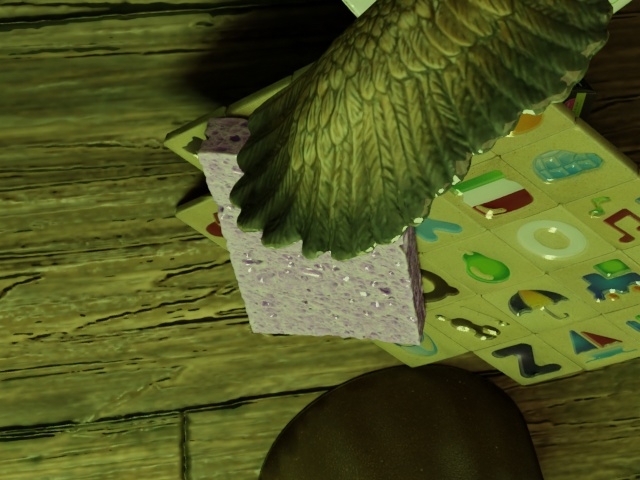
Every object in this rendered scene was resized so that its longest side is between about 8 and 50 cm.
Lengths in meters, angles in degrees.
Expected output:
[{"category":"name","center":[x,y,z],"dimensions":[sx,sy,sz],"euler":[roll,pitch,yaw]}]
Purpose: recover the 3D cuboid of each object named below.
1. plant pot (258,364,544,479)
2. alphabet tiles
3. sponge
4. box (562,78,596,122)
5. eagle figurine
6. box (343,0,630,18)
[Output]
[{"category":"plant pot","center":[0.083,0.240,1.162],"dimensions":[0.215,0.230,0.215],"euler":[-7,124,-11]},{"category":"alphabet tiles","center":[0.083,-0.003,1.040],"dimensions":[0.342,0.011,0.285],"euler":[34,143,-32]},{"category":"sponge","center":[0.000,0.000,1.032],"dimensions":[0.117,0.031,0.210],"euler":[5,148,12]},{"category":"box","center":[0.128,-0.088,1.048],"dimensions":[0.052,0.083,0.062],"euler":[3,121,-18]},{"category":"eagle figurine","center":[0.051,-0.149,0.774],"dimensions":[0.298,0.226,0.225],"euler":[-27,145,-5]},{"category":"box","center":[0.080,-0.232,0.914],"dimensions":[0.231,0.127,0.262],"euler":[-37,125,10]}]
